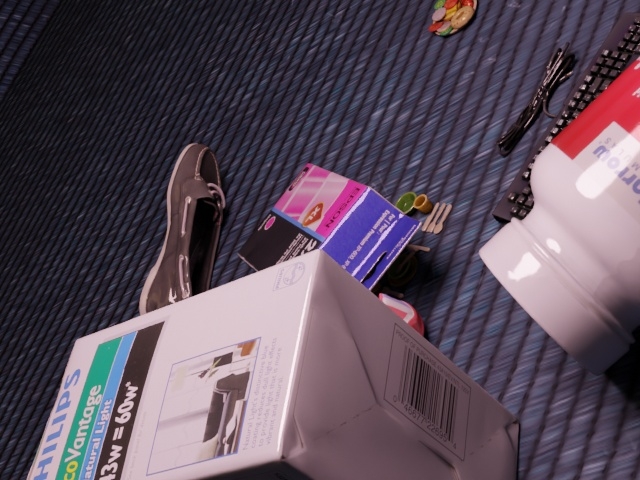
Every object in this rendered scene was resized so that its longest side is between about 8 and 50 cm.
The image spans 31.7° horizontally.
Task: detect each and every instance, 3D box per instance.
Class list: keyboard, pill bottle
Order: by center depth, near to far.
[{"bbox_3d":[0.359,-0.068,1.096,0.408,0.229,0.229,-45,35,9],"label":"pill bottle"},{"bbox_3d":[0.311,-0.155,1.405,0.317,0.033,0.201,-55,34,-8],"label":"keyboard"}]

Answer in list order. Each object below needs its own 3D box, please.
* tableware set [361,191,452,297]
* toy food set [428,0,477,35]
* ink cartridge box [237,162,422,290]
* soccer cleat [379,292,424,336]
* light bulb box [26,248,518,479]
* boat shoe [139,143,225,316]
[{"bbox_3d":[0.104,0.002,1.498,0.104,0.024,0.154,12,68,53],"label":"tableware set"},{"bbox_3d":[0.201,-0.344,1.712,0.082,0.020,0.083,-20,45,37],"label":"toy food set"},{"bbox_3d":[0.000,0.000,1.506,0.176,0.069,0.371,-52,21,-3],"label":"ink cartridge box"},{"bbox_3d":[0.017,0.148,1.399,0.248,0.095,0.083,-34,38,23],"label":"soccer cleat"},{"bbox_3d":[-0.045,0.236,1.156,0.361,0.358,0.225,-20,43,35],"label":"light bulb box"},{"bbox_3d":[-0.193,-0.006,1.784,0.095,0.112,0.335,-3,60,26],"label":"boat shoe"}]
